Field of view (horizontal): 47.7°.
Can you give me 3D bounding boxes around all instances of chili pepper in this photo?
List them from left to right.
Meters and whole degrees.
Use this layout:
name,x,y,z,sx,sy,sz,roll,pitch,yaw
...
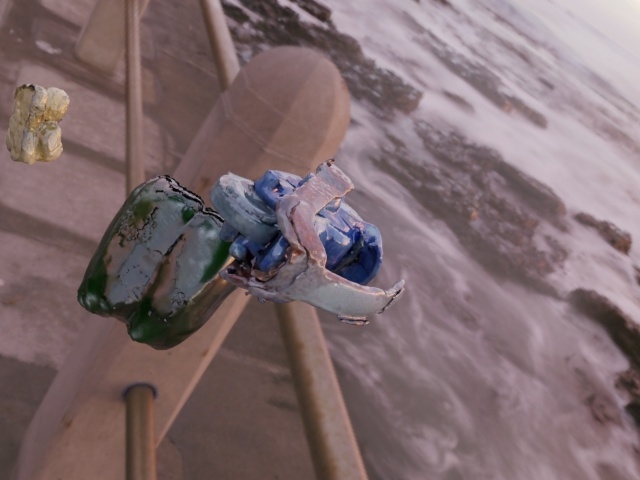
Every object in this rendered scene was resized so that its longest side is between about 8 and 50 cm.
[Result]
name,x,y,z,sx,sy,sz,roll,pitch,yaw
chili pepper,-0.251,0.041,1.162,0.233,0.257,0.248,38,-11,-3

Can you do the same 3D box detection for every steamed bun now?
name,x,y,z,sx,sy,sz,roll,pitch,yaw
steamed bun,-0.633,-0.259,1.630,0.106,0.178,0.192,9,5,-40

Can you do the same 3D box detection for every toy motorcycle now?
name,x,y,z,sx,sy,sz,roll,pitch,yaw
toy motorcycle,-0.017,0.014,0.997,0.319,0.182,0.241,-2,73,-60
